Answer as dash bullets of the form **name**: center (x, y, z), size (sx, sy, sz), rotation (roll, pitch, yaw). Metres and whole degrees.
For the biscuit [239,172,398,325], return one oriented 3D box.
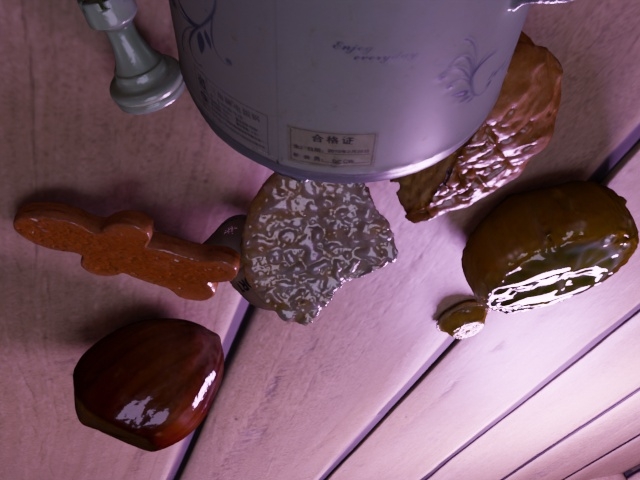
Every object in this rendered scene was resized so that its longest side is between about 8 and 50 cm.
- **biscuit**: center (0.000, 0.000, 0.803), size (0.188, 0.040, 0.265), rotation (5, 126, -13)

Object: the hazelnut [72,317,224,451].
- **hazelnut**: center (-0.243, 0.203, 0.988), size (0.181, 0.180, 0.212), rotation (7, 149, 17)

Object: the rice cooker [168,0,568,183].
- **rice cooker**: center (0.019, -0.198, 0.421), size (0.317, 0.264, 0.316), rotation (24, 150, 15)

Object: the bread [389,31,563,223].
- **bread**: center (0.161, -0.133, 0.697), size (0.140, 0.143, 0.229), rotation (-12, 151, -27)

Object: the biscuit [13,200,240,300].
- **biscuit**: center (-0.219, 0.006, 0.779), size (0.250, 0.036, 0.165), rotation (19, 150, -24)

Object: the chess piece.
- **chess piece**: center (-0.162, -0.164, 0.570), size (0.067, 0.067, 0.103), rotation (-18, 138, 2)

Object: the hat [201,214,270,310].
- **hat**: center (-0.092, 0.043, 0.877), size (0.147, 0.085, 0.175), rotation (-36, 143, 29)

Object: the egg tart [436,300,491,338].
- **egg tart**: center (0.263, 0.148, 1.230), size (0.105, 0.039, 0.105), rotation (-10, 145, -7)

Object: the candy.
- **candy**: center (0.336, 0.015, 1.005), size (0.260, 0.118, 0.260), rotation (-12, 152, -7)
